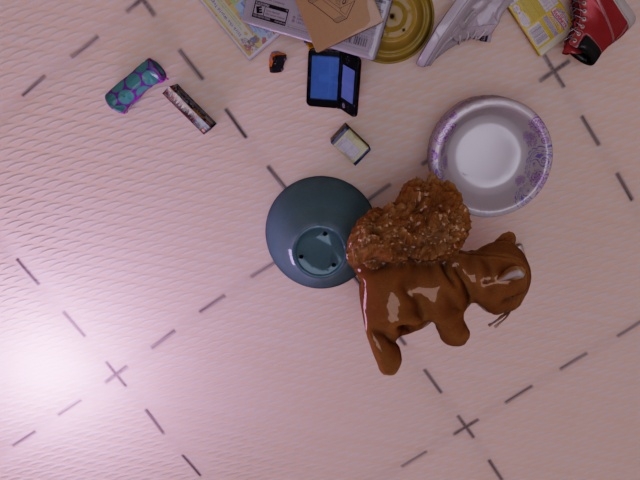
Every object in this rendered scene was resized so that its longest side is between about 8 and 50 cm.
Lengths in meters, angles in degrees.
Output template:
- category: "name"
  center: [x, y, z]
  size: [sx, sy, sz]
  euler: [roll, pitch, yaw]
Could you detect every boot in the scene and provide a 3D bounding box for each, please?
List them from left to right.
- category: "boot"
  center: [0.341, -0.491, 1.601]
  size: [0.123, 0.095, 0.258]
  euler: [34, 108, -3]
- category: "boot"
  center: [0.590, -0.530, 1.577]
  size: [0.176, 0.088, 0.244]
  euler: [-45, 104, -4]

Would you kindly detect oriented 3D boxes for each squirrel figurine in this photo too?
- category: "squirrel figurine"
  center: [0.271, 0.055, 1.554]
  size: [0.371, 0.281, 0.396]
  euler: [-15, 110, 19]

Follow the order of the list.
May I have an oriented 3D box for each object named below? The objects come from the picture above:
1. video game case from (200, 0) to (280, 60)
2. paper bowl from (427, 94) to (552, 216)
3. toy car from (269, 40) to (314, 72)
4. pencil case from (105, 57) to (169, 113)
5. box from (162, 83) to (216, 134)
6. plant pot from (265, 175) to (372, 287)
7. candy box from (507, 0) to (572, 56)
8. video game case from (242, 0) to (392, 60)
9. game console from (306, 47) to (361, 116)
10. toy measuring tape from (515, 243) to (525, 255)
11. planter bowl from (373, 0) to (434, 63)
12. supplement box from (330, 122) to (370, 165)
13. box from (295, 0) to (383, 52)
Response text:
- category: "video game case"
  center: [-0.164, -0.580, 1.624]
  size: [0.206, 0.026, 0.227]
  euler: [-38, 103, 11]
- category: "paper bowl"
  center: [0.399, -0.208, 1.661]
  size: [0.285, 0.148, 0.284]
  euler: [0, 107, 0]
- category: "toy car"
  center: [-0.072, -0.449, 1.665]
  size: [0.122, 0.060, 0.040]
  euler: [-20, 61, -10]
- category: "pencil case"
  center: [-0.446, -0.372, 1.666]
  size: [0.152, 0.064, 0.070]
  euler: [-38, 86, 11]
- category: "box"
  center: [-0.315, -0.319, 1.665]
  size: [0.027, 0.094, 0.137]
  euler: [-43, 102, 12]
- category: "plant pot"
  center: [0.000, 0.000, 1.702]
  size: [0.291, 0.195, 0.290]
  euler: [0, 106, 1]
- category: "candy box"
  center: [0.506, -0.550, 1.623]
  size: [0.105, 0.027, 0.206]
  euler: [-37, 103, 8]
- category: "video game case"
  center: [0.010, -0.597, 1.548]
  size: [0.329, 0.036, 0.299]
  euler: [19, 106, 10]
- category: "game console"
  center: [0.031, -0.376, 1.639]
  size: [0.085, 0.124, 0.143]
  euler: [-11, 122, -23]
- category: "toy measuring tape"
  center: [0.376, 0.094, 1.768]
  size: [0.330, 0.121, 0.121]
  euler: [-20, 105, 6]
- category: "planter bowl"
  center: [0.163, -0.521, 1.603]
  size: [0.217, 0.090, 0.217]
  euler: [0, 107, 1]
- category: "supplement box"
  center: [0.073, -0.237, 1.689]
  size: [0.083, 0.083, 0.056]
  euler: [42, 102, -11]
- category: "box"
  center: [0.027, -0.545, 1.525]
  size: [0.165, 0.021, 0.201]
  euler: [-21, 96, 17]
